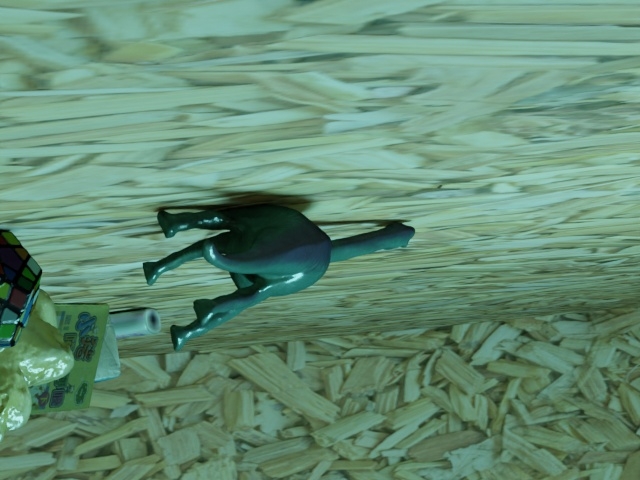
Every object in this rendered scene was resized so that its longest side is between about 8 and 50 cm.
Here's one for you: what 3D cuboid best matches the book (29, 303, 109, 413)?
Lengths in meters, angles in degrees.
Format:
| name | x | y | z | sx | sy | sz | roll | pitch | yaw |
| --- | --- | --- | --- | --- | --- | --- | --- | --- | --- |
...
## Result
| name | x | y | z | sx | sy | sz | roll | pitch | yaw |
| --- | --- | --- | --- | --- | --- | --- | --- | --- | --- |
| book | -0.397 | 0.173 | 2.227 | 0.013 | 0.168 | 0.192 | 18 | -171 | 34 |

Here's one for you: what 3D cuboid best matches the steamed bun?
| name | x | y | z | sx | sy | sz | roll | pitch | yaw |
| --- | --- | --- | --- | --- | --- | --- | --- | --- | --- |
| steamed bun | -0.423 | 0.104 | 1.588 | 0.292 | 0.137 | 0.295 | -22 | -145 | -16 |

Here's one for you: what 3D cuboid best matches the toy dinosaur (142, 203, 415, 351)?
| name | x | y | z | sx | sy | sz | roll | pitch | yaw |
| --- | --- | --- | --- | --- | --- | --- | --- | --- | --- |
| toy dinosaur | 0.000 | 0.000 | 1.528 | 0.331 | 0.129 | 0.383 | -16 | 175 | -18 |

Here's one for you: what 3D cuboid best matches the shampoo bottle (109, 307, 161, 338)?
| name | x | y | z | sx | sy | sz | roll | pitch | yaw |
| --- | --- | --- | --- | --- | --- | --- | --- | --- | --- |
| shampoo bottle | -0.317 | 0.137 | 2.458 | 0.099 | 0.043 | 0.072 | -8 | 172 | 14 |

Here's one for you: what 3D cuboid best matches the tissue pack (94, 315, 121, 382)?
| name | x | y | z | sx | sy | sz | roll | pitch | yaw |
| --- | --- | --- | --- | --- | --- | --- | --- | --- | --- |
| tissue pack | -0.475 | 0.186 | 2.381 | 0.271 | 0.124 | 0.201 | -13 | 170 | 37 |

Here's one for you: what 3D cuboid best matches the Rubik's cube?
| name | x | y | z | sx | sy | sz | roll | pitch | yaw |
| --- | --- | --- | --- | --- | --- | --- | --- | --- | --- |
| Rubik's cube | -0.333 | 0.049 | 1.451 | 0.112 | 0.133 | 0.133 | 22 | 170 | -4 |
